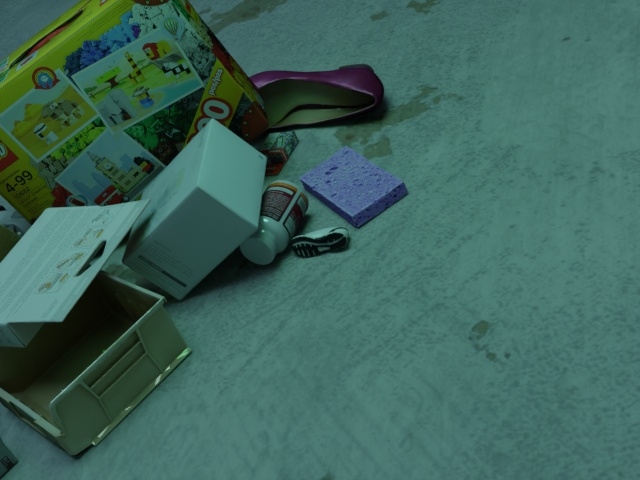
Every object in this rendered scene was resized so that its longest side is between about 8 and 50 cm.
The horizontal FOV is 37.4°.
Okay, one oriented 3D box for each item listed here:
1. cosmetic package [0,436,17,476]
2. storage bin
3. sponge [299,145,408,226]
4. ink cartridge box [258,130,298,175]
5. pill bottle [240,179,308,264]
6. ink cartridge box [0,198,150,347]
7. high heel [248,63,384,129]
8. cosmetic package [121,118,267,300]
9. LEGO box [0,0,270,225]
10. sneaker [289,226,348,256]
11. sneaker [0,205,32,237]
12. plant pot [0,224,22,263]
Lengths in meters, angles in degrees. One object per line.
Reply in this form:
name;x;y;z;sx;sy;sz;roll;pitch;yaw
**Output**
cosmetic package;-0.610;0.313;1.533;0.107;0.127;0.238;-43;36;-25
storage bin;-0.397;0.189;1.564;0.262;0.123;0.260;17;52;45
sponge;0.057;-0.102;1.739;0.117;0.031;0.210;-34;35;-12
ink cartridge box;-0.095;-0.179;1.940;0.063;0.029;0.115;-3;40;29
pill bottle;-0.085;-0.031;1.687;0.086;0.086;0.152;-3;40;30
ink cartridge box;-0.440;0.054;1.604;0.261;0.066;0.296;-2;41;31
high heel;-0.057;-0.286;1.962;0.377;0.127;0.181;-17;24;6
cosmetic package;-0.221;-0.058;1.691;0.225;0.138;0.224;-40;27;27
LEGO box;-0.409;-0.253;1.847;0.500;0.372;0.193;-34;30;11
sneaker;0.000;0.000;1.643;0.109;0.040;0.043;-7;22;20
sneaker;-0.682;-0.009;2.036;0.331;0.122;0.146;6;27;39
plant pot;-0.690;0.110;1.792;0.237;0.237;0.254;-2;53;31
